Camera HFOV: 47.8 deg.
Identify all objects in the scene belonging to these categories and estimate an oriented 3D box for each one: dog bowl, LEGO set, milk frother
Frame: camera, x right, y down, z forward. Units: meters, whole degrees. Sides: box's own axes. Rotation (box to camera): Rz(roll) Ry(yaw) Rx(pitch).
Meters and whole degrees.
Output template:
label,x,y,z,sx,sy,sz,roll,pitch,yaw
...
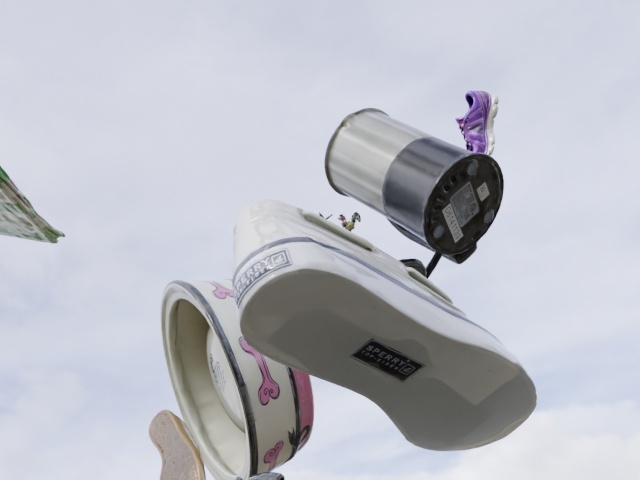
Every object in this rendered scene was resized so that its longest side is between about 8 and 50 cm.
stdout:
label,x,y,z,sx,sy,sz,roll,pitch,yaw
dog bowl,-0.158,0.255,1.359,0.150,0.408,0.408,-16,-34,-28
LEGO set,0.002,-0.002,0.612,0.083,0.023,0.054,-22,-26,-20
milk frother,0.053,-0.022,0.598,0.143,0.135,0.129,-27,-53,-24

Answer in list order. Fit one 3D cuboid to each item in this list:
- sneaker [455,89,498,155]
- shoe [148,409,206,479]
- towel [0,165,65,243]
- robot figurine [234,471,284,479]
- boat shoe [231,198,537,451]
label,x,y,z,sx,sy,sz,roll,pitch,yaw
sneaker,0.282,-0.199,1.344,0.071,0.169,0.068,10,-14,-9
shoe,-0.205,0.338,1.092,0.076,0.219,0.058,-43,-56,1
towel,-0.695,-0.104,1.460,0.248,0.038,0.324,8,-30,21
robot figurine,-0.069,0.427,0.964,0.211,0.085,0.291,38,-53,0
boat shoe,0.045,0.060,0.472,0.268,0.088,0.096,30,-62,-35
